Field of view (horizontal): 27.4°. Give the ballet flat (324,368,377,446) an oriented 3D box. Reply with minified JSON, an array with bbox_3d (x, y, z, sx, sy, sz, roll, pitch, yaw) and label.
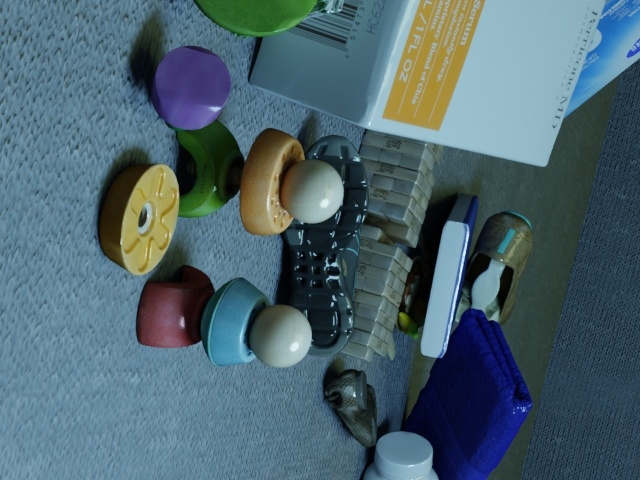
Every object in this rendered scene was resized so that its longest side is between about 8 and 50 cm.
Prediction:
[{"bbox_3d":[0.047,0.240,1.884,0.250,0.058,0.084,67,19,-68],"label":"ballet flat"}]

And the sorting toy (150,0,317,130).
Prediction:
[{"bbox_3d":[-0.064,-0.248,1.216,0.366,0.127,0.126,-66,-172,-20],"label":"sorting toy"}]

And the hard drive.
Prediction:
[{"bbox_3d":[0.211,0.048,2.111,0.319,0.040,0.210,-45,146,-77],"label":"hard drive"}]

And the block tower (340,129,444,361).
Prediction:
[{"bbox_3d":[0.077,-0.009,1.728,0.097,0.090,0.336,39,66,-67],"label":"block tower"}]

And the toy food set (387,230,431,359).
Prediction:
[{"bbox_3d":[0.149,0.087,2.067,0.132,0.038,0.192,66,42,-60],"label":"toy food set"}]

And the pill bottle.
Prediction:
[{"bbox_3d":[0.127,0.423,2.106,0.124,0.124,0.222,-46,145,-55],"label":"pill bottle"}]

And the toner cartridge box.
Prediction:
[{"bbox_3d":[0.400,-0.302,2.065,0.348,0.075,0.165,-40,142,18],"label":"toner cartridge box"}]

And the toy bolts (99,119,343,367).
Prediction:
[{"bbox_3d":[-0.083,0.020,1.205,0.218,0.158,0.229,-37,137,-61],"label":"toy bolts"}]

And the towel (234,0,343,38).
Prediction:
[{"bbox_3d":[-0.016,-0.249,1.248,0.023,0.152,0.113,35,67,-30],"label":"towel"}]

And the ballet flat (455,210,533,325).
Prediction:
[{"bbox_3d":[0.290,0.088,2.296,0.124,0.116,0.342,-59,170,-33],"label":"ballet flat"}]

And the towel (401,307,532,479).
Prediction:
[{"bbox_3d":[0.240,0.289,2.119,0.228,0.076,0.308,-114,-145,-43],"label":"towel"}]

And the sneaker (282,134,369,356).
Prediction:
[{"bbox_3d":[0.000,0.000,1.559,0.106,0.101,0.268,-87,-177,-72],"label":"sneaker"}]

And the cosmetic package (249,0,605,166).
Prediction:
[{"bbox_3d":[0.138,-0.228,1.475,0.453,0.161,0.230,3,108,-58],"label":"cosmetic package"}]
